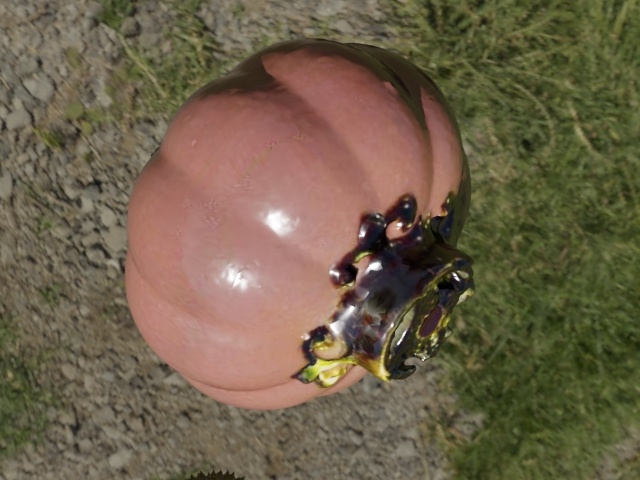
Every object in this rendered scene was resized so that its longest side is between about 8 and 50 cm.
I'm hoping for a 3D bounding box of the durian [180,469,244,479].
[{"bbox_3d":[-0.122,0.333,1.152,0.168,0.158,0.137,-17,139,11],"label":"durian"}]

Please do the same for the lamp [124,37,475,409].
[{"bbox_3d":[0.000,0.000,0.798,0.305,0.240,0.305,-36,148,-27],"label":"lamp"}]
